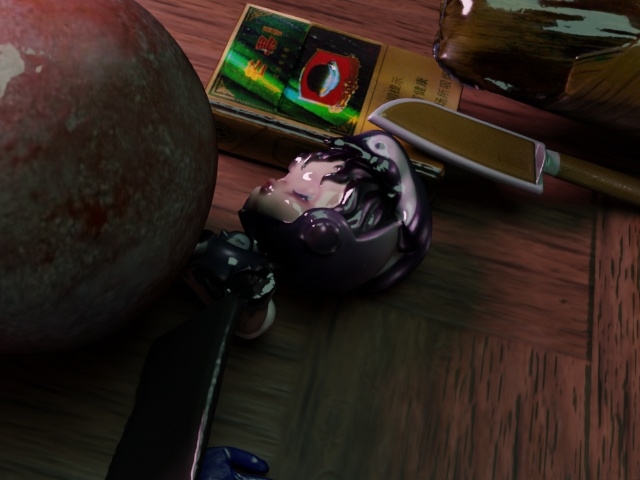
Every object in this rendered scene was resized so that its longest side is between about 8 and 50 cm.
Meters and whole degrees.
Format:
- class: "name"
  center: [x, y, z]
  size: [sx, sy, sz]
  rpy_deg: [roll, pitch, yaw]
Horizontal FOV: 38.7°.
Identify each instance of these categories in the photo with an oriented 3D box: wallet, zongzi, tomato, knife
- class: "wallet"
  center: [-0.114, 0.158, 0.632]
  size: [0.025, 0.124, 0.244]
  rpy_deg: [33, 49, -24]
- class: "zongzi"
  center: [0.276, -0.159, 0.823]
  size: [0.286, 0.138, 0.300]
  rpy_deg: [9, 18, -25]
- class: "tomato"
  center: [-0.231, -0.059, 0.648]
  size: [0.317, 0.317, 0.282]
  rpy_deg: [-4, 83, -13]
- class: "knife"
  center: [0.200, -0.074, 0.865]
  size: [0.343, 0.027, 0.061]
  rpy_deg: [17, 58, -18]

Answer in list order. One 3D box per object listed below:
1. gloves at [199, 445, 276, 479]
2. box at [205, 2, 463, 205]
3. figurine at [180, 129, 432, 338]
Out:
- class: "gloves"
  center: [-0.061, 0.185, 0.676]
  size: [0.086, 0.026, 0.064]
  rpy_deg: [38, 54, 17]
- class: "box"
  center: [0.013, -0.132, 0.898]
  size: [0.240, 0.071, 0.159]
  rpy_deg: [16, 55, 0]
- class: "figurine"
  center: [0.000, 0.000, 0.770]
  size: [0.222, 0.145, 0.145]
  rpy_deg: [-32, 65, -19]
